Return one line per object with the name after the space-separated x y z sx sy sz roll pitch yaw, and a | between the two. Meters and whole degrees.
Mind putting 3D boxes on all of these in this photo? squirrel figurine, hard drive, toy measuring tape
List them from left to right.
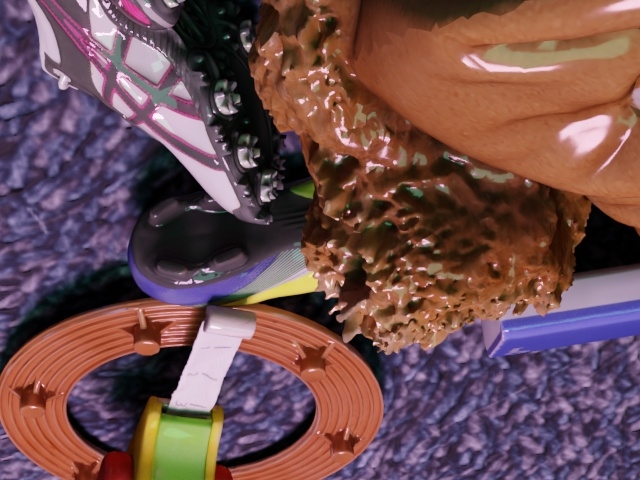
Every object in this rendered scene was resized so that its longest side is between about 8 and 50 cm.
-0.112 0.182 1.015 0.121 0.121 0.330 10 141 -16 | toy measuring tape
0.166 -0.071 0.771 0.397 0.281 0.370 -18 131 35 | squirrel figurine
0.288 0.041 0.973 0.319 0.040 0.210 -9 170 3 | hard drive

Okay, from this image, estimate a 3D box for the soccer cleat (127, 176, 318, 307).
-0.001 -0.001 0.963 0.289 0.093 0.121 -4 166 -7 | soccer cleat

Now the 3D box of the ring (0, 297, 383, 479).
-0.112 0.158 1.107 0.337 0.032 0.336 -2 141 -2 | ring

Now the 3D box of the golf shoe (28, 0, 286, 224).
-0.107 -0.119 0.825 0.120 0.105 0.273 -8 131 24 | golf shoe
